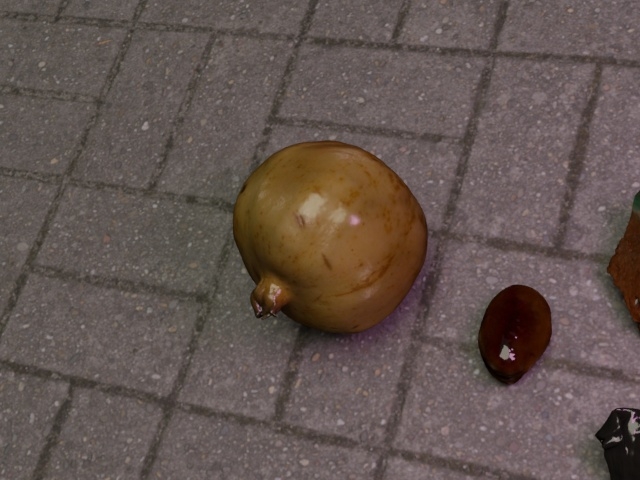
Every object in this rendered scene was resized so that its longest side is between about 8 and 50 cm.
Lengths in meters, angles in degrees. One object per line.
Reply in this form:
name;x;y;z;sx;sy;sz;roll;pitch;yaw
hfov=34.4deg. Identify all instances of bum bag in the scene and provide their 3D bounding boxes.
bum bag;0.562;0.336;1.502;0.327;0.080;0.142;11;102;20

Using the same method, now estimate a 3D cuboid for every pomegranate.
pomegranate;0.000;0.000;1.713;0.343;0.342;0.342;-7;61;13

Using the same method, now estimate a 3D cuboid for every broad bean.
broad bean;0.317;0.148;1.685;0.114;0.084;0.165;28;66;10

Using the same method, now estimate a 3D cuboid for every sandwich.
sandwich;0.559;0.034;1.622;0.212;0.109;0.292;-39;46;38
